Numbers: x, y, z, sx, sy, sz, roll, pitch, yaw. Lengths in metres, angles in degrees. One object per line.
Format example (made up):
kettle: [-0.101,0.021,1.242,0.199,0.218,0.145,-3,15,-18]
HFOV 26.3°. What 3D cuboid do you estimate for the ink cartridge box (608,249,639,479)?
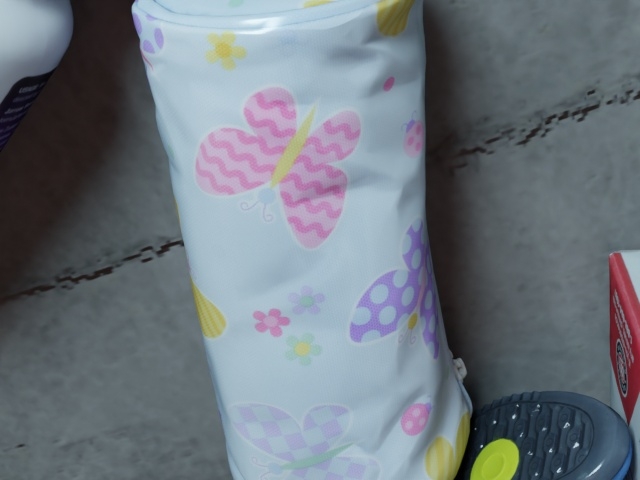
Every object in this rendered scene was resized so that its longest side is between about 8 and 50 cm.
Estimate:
ink cartridge box: [0.209,0.164,0.655,0.114,0.197,0.272,-5,120,3]

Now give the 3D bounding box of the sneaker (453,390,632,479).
sneaker: [0.088,0.140,0.697,0.082,0.069,0.209,35,134,-23]

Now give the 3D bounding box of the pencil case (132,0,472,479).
pencil case: [0.000,0.000,0.611,0.124,0.113,0.273,-11,120,-2]

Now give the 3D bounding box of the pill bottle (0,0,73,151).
pill bottle: [-0.171,-0.079,0.569,0.108,0.108,0.193,32,115,-17]
